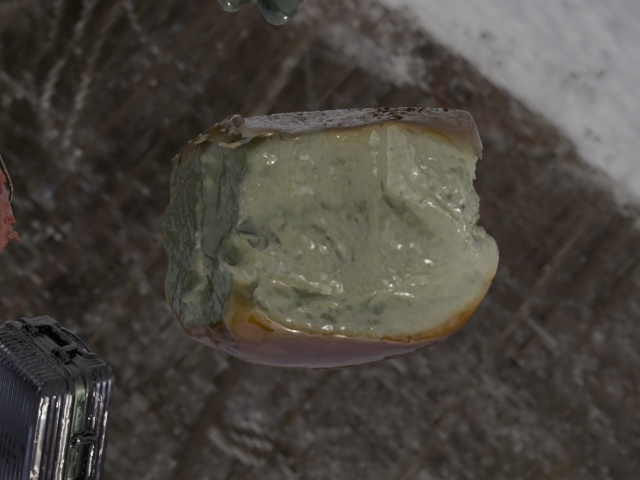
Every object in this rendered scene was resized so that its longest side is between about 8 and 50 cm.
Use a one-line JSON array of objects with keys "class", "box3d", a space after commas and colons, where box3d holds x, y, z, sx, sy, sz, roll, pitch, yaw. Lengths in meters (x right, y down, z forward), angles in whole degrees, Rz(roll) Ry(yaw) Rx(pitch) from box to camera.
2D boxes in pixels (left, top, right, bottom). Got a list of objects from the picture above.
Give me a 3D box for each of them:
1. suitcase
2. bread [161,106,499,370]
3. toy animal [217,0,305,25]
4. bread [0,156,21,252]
[{"class": "suitcase", "box3d": [-0.164, 0.110, 0.939, 0.059, 0.126, 0.086, -12, -148, -41]}, {"class": "bread", "box3d": [0.000, 0.000, 1.432, 0.250, 0.225, 0.279, -4, -178, -18]}, {"class": "toy animal", "box3d": [-0.038, -0.200, 0.802, 0.138, 0.236, 0.108, 13, 161, -7]}, {"class": "bread", "box3d": [-0.414, -0.027, 1.637, 0.212, 0.224, 0.142, 43, 156, 53]}]
